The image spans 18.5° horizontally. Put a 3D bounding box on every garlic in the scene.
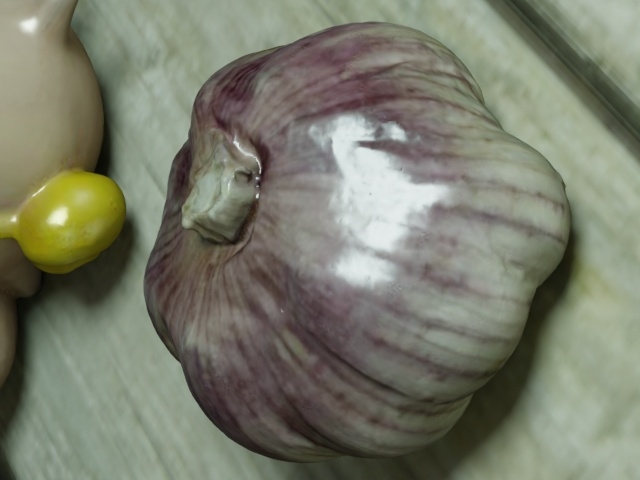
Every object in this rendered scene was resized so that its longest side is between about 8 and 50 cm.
[{"bbox_3d":[0.000,0.000,0.638,0.159,0.102,0.147,20,100,52],"label":"garlic"}]

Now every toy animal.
[{"bbox_3d":[-0.172,-0.018,0.836,0.248,0.149,0.165,-53,30,15],"label":"toy animal"}]
